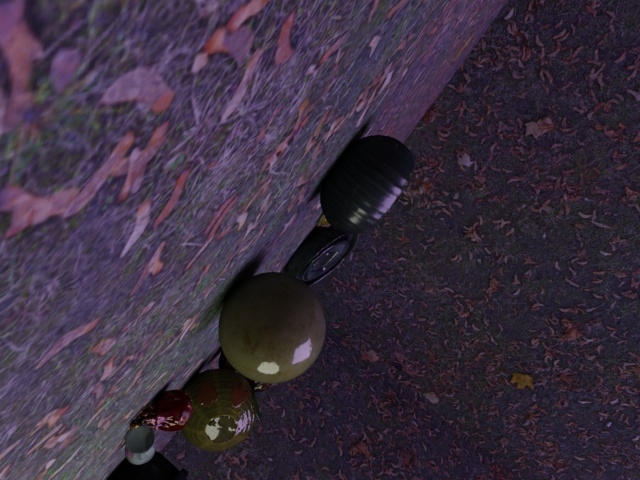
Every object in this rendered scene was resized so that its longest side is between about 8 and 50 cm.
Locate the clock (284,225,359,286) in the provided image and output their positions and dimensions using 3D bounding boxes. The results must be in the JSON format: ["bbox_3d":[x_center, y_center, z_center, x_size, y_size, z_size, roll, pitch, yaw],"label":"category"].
[{"bbox_3d":[0.005,0.056,1.963,0.313,0.061,0.312,-36,162,-14],"label":"clock"}]

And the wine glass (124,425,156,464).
[{"bbox_3d":[-0.418,0.470,1.271,0.073,0.073,0.155,-50,173,-32],"label":"wine glass"}]

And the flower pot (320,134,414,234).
[{"bbox_3d":[0.102,-0.126,1.241,0.243,0.157,0.189,-54,178,16],"label":"flower pot"}]

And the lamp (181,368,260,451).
[{"bbox_3d":[-0.317,0.510,1.700,0.250,0.250,0.284,-52,-161,0],"label":"lamp"}]

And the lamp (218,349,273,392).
[{"bbox_3d":[-0.233,0.402,1.883,0.247,0.247,0.247,-52,177,-4],"label":"lamp"}]

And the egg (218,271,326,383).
[{"bbox_3d":[-0.098,0.171,1.151,0.218,0.219,0.295,-53,-173,10],"label":"egg"}]

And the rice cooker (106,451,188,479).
[{"bbox_3d":[-0.519,0.754,1.595,0.267,0.225,0.267,-53,176,-6],"label":"rice cooker"}]

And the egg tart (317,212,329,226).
[{"bbox_3d":[0.029,-0.083,1.780,0.105,0.039,0.105,-51,175,-6],"label":"egg tart"}]

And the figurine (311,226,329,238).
[{"bbox_3d":[0.000,0.000,2.028,0.075,0.068,0.140,-45,175,-45],"label":"figurine"}]

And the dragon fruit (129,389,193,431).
[{"bbox_3d":[-0.345,0.389,1.215,0.094,0.094,0.190,-53,170,10],"label":"dragon fruit"}]
